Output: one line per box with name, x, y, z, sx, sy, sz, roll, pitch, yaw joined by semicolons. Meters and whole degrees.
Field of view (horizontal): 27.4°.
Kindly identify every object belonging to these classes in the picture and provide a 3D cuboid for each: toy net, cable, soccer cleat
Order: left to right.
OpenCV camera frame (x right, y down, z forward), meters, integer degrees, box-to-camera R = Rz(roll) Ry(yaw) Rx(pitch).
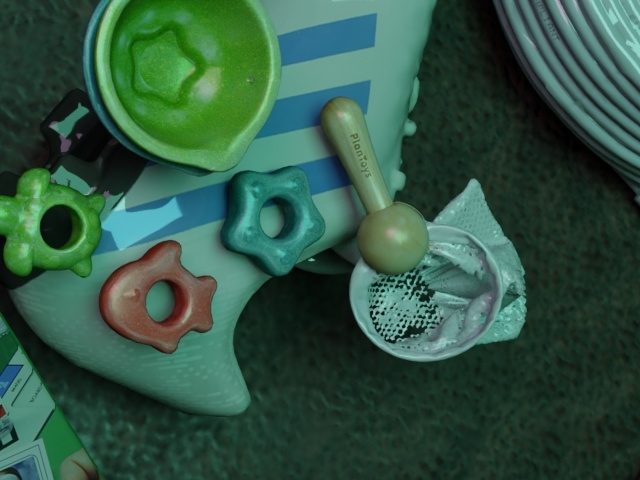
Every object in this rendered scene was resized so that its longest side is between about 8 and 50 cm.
soccer cleat;-0.005;-0.073;0.575;0.143;0.116;0.331;45;69;-25
toy net;0.000;0.000;0.484;0.232;0.045;0.122;29;76;-29
cable;0.203;-0.150;0.686;0.257;0.089;0.257;38;67;-14

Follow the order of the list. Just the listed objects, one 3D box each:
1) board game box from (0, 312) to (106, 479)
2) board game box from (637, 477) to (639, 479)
board game box;-0.234;0.113;0.418;0.317;0.046;0.213;-38;117;-26
board game box;0.277;0.086;0.708;0.124;0.039;0.259;48;62;-10
